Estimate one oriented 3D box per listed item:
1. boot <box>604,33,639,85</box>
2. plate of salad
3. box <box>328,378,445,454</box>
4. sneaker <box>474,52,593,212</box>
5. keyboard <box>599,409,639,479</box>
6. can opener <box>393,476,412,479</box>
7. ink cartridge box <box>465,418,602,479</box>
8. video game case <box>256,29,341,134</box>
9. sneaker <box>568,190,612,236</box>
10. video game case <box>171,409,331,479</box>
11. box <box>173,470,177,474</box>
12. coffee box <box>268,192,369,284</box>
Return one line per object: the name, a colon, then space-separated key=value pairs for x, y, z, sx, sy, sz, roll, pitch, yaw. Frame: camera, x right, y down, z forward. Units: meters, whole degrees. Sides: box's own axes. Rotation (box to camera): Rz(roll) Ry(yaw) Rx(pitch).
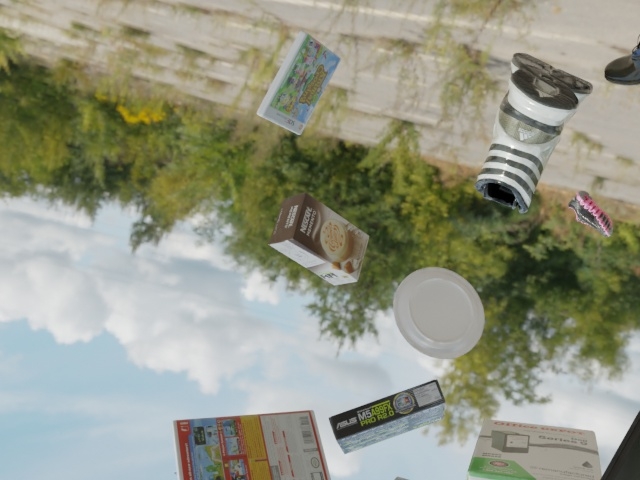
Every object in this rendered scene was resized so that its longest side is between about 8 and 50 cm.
boot: x=0.595 y=-0.350 z=1.422 sx=0.106 sy=0.082 sz=0.219 roll=33 pitch=162 yaw=-28
plate of salad: x=0.246 y=0.153 z=1.624 sx=0.199 sy=0.200 sz=0.048 roll=14 pitch=154 yaw=-6
box: x=0.163 y=0.427 z=1.866 sx=0.270 sy=0.060 sz=0.216 roll=-20 pitch=156 yaw=-1
sneaker: x=0.394 y=-0.211 z=1.529 sx=0.169 sy=0.258 sz=0.447 roll=28 pitch=-153 yaw=12
keyboard: x=0.290 y=0.342 z=0.811 sx=0.033 sy=0.317 sz=0.202 roll=16 pitch=150 yaw=49
can opener: x=0.282 y=0.588 z=1.714 sx=0.283 sy=0.076 sz=0.095 roll=5 pitch=171 yaw=34
ink cartridge box: x=0.363 y=0.411 z=1.323 sx=0.211 sy=0.122 sz=0.289 roll=3 pitch=-174 yaw=16
video game case: x=-0.046 y=-0.364 z=1.820 sx=0.023 sy=0.213 sz=0.193 roll=33 pitch=-171 yaw=24
sneaker: x=0.598 y=-0.053 z=1.727 sx=0.047 sy=0.057 sz=0.119 roll=-29 pitch=-101 yaw=-46
video game case: x=-0.127 y=0.421 z=1.460 sx=0.285 sy=0.025 sz=0.204 roll=1 pitch=-132 yaw=-20
box: x=-0.262 y=0.641 z=2.000 sx=0.225 sy=0.037 sz=0.136 roll=39 pitch=146 yaw=-14
coffee box: x=0.000 y=0.000 z=2.037 sx=0.246 sy=0.141 sz=0.098 roll=32 pitch=151 yaw=-34
